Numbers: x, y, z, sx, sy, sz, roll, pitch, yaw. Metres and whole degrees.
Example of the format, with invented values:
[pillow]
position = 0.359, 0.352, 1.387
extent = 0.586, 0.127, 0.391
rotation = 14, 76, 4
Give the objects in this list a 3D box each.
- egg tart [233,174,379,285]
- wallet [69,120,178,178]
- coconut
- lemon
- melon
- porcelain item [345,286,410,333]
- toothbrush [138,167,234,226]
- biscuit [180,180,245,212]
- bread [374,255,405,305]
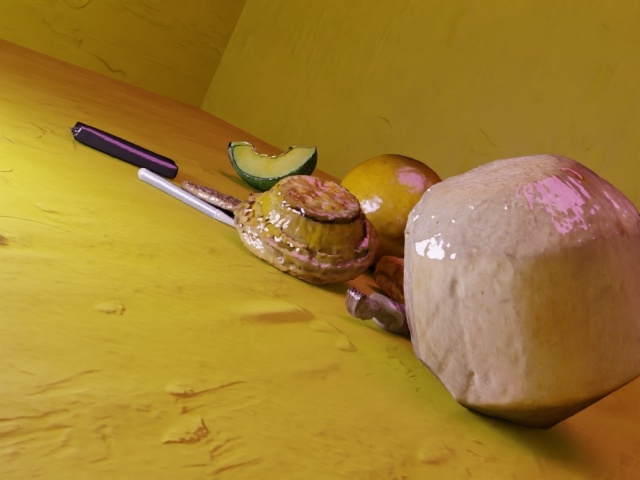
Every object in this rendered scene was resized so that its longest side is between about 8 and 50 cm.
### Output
[egg tart]
position = -0.014, -0.039, 1.490
extent = 0.294, 0.123, 0.294
rotation = 17, 30, -10
[wallet]
position = -0.442, -0.207, 1.775
extent = 0.250, 0.044, 0.149
rotation = 22, 6, -21
[coconut]
position = 0.296, 0.090, 1.162
extent = 0.415, 0.415, 0.344
rotation = 21, 0, -27
[lemon]
position = 0.166, -0.062, 1.853
extent = 0.297, 0.297, 0.297
rotation = 25, 9, -4
[melon]
position = -0.133, -0.187, 2.268
extent = 0.265, 0.129, 0.169
rotation = 4, -26, 15
[porcelain item]
position = 0.121, 0.125, 1.338
extent = 0.213, 0.054, 0.084
rotation = 18, 9, -43
[toothbrush]
position = -0.224, -0.066, 1.587
extent = 0.342, 0.030, 0.025
rotation = 26, 4, 14
[biscuit]
position = -0.201, -0.082, 1.705
extent = 0.219, 0.033, 0.220
rotation = 21, 3, -1
[bread]
position = 0.195, 0.102, 1.587
extent = 0.114, 0.083, 0.211
rotation = 14, 13, -29
